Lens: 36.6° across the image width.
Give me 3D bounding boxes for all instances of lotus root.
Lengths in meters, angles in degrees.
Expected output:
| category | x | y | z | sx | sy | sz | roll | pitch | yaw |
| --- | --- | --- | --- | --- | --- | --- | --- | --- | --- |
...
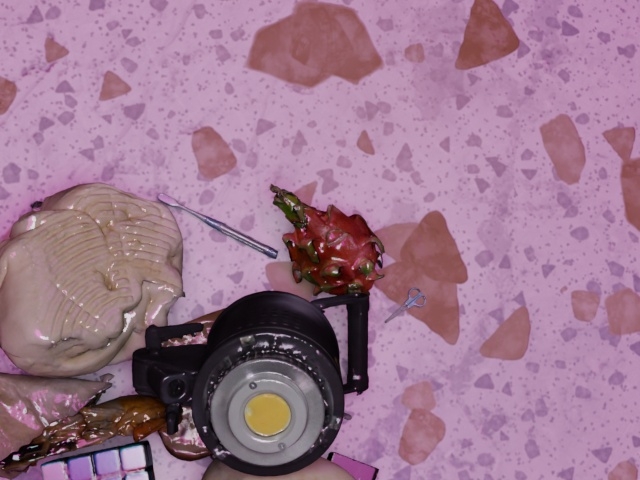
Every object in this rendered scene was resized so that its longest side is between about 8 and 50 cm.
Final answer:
| category | x | y | z | sx | sy | sz | roll | pitch | yaw |
| --- | --- | --- | --- | --- | --- | --- | --- | --- | --- |
| lotus root | -0.192 | 0.212 | 1.510 | 0.170 | 0.074 | 0.261 | 10 | 79 | -2 |

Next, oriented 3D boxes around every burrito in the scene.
| category | x | y | z | sx | sy | sz | roll | pitch | yaw |
| --- | --- | --- | --- | --- | --- | --- | --- | --- | --- |
| burrito | -0.487 | 0.266 | 1.437 | 0.347 | 0.107 | 0.175 | 6 | 100 | -4 |

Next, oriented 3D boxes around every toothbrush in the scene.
| category | x | y | z | sx | sy | sz | roll | pitch | yaw |
| --- | --- | --- | --- | --- | --- | --- | --- | --- | --- |
| toothbrush | -0.169 | -0.024 | 1.586 | 0.219 | 0.019 | 0.016 | 26 | 78 | -4 |

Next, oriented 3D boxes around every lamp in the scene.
| category | x | y | z | sx | sy | sz | roll | pitch | yaw |
| --- | --- | --- | --- | --- | --- | --- | --- | --- | --- |
| lamp | -0.059 | 0.196 | 1.347 | 0.374 | 0.272 | 0.205 | -4 | 104 | -20 |

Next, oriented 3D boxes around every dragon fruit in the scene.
| category | x | y | z | sx | sy | sz | roll | pitch | yaw |
| --- | --- | --- | --- | --- | --- | --- | --- | --- | --- |
| dragon fruit | 0.000 | 0.000 | 1.548 | 0.236 | 0.137 | 0.135 | 38 | 61 | -2 |

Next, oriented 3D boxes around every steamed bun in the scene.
| category | x | y | z | sx | sy | sz | roll | pitch | yaw |
| --- | --- | --- | --- | --- | --- | --- | --- | --- | --- |
| steamed bun | -0.361 | 0.068 | 1.433 | 0.320 | 0.206 | 0.275 | -19 | 79 | -46 |

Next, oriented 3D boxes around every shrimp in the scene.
| category | x | y | z | sx | sy | sz | roll | pitch | yaw |
| --- | --- | --- | --- | --- | --- | --- | --- | --- | --- |
| shrimp | -0.318 | 0.263 | 1.364 | 0.262 | 0.117 | 0.066 | -18 | 99 | -35 |

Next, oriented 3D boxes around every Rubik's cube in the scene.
| category | x | y | z | sx | sy | sz | roll | pitch | yaw |
| --- | --- | --- | --- | --- | --- | --- | --- | --- | --- |
| Rubik's cube | -0.315 | 0.383 | 1.415 | 0.151 | 0.154 | 0.155 | -8 | 80 | -10 |

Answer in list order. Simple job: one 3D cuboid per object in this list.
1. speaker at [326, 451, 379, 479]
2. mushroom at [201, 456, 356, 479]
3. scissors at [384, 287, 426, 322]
| category | x | y | z | sx | sy | sz | roll | pitch | yaw |
| --- | --- | --- | --- | --- | --- | --- | --- | --- | --- |
| speaker | 0.017 | 0.448 | 1.512 | 0.082 | 0.044 | 0.218 | 21 | 77 | -5 |
| mushroom | -0.062 | 0.419 | 1.380 | 0.254 | 0.260 | 0.234 | 13 | 93 | -45 |
| scissors | 0.140 | 0.113 | 1.615 | 0.083 | 0.006 | 0.036 | -38 | 89 | -14 |
